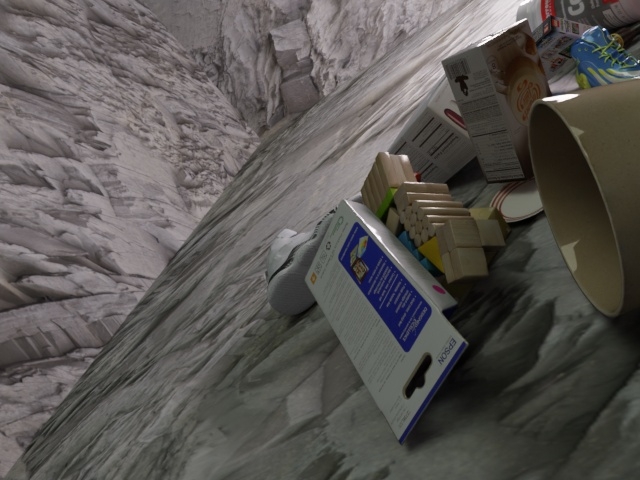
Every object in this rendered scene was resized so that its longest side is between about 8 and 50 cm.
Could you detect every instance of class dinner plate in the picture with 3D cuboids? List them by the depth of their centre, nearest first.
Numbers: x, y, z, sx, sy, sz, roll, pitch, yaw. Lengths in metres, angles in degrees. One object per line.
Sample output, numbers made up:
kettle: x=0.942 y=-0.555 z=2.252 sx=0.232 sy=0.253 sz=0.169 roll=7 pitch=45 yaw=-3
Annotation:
dinner plate: x=0.365 y=-0.077 z=0.870 sx=0.141 sy=0.017 sz=0.141 roll=-35 pitch=21 yaw=15

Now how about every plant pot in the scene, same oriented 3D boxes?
plant pot: x=0.408 y=-0.076 z=0.532 sx=0.273 sy=0.257 sz=0.257 roll=-17 pitch=27 yaw=13

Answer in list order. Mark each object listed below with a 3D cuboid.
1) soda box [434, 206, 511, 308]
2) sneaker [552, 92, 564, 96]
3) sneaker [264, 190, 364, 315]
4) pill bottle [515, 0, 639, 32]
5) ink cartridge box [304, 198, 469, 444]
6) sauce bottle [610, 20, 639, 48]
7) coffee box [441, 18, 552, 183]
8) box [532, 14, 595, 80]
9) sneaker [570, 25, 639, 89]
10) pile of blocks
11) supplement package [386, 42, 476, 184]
soda box: x=0.241 y=0.025 z=0.825 sx=0.181 sy=0.058 sz=0.061 roll=-50 pitch=22 yaw=-20
sneaker: x=0.426 y=-0.233 z=1.001 sx=0.188 sy=0.067 sz=0.078 roll=-29 pitch=18 yaw=23
sneaker: x=0.000 y=0.000 z=1.179 sx=0.366 sy=0.137 sz=0.210 roll=-45 pitch=24 yaw=-1
pill bottle: x=0.624 y=-0.563 z=1.177 sx=0.161 sy=0.161 sz=0.283 roll=-49 pitch=22 yaw=-19
ink cartridge box: x=0.090 y=0.099 z=0.751 sx=0.176 sy=0.069 sz=0.371 roll=-65 pitch=31 yaw=22
sauce bottle: x=0.630 y=-0.424 z=1.060 sx=0.128 sy=0.042 sz=0.042 roll=-32 pitch=23 yaw=28
coffee box: x=0.337 y=-0.244 z=0.894 sx=0.141 sy=0.247 sz=0.098 roll=-35 pitch=18 yaw=-24
box: x=0.482 y=-0.400 z=1.085 sx=0.207 sy=0.113 sz=0.036 roll=138 pitch=138 yaw=-69
sneaker: x=0.530 y=-0.324 z=0.918 sx=0.091 sy=0.126 sz=0.240 roll=-36 pitch=21 yaw=14
pile of blocks: x=0.183 y=-0.024 z=0.820 sx=0.362 sy=0.112 sz=0.149 roll=-119 pitch=34 yaw=-55
supplement package: x=0.293 y=-0.272 z=1.121 sx=0.262 sy=0.145 sz=0.204 roll=-55 pitch=4 yaw=-32
